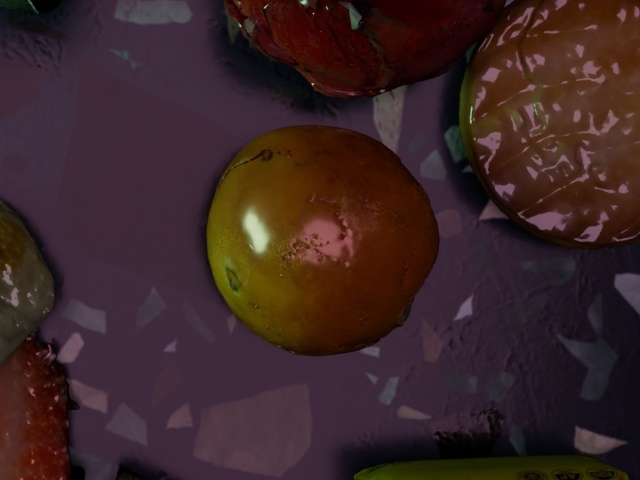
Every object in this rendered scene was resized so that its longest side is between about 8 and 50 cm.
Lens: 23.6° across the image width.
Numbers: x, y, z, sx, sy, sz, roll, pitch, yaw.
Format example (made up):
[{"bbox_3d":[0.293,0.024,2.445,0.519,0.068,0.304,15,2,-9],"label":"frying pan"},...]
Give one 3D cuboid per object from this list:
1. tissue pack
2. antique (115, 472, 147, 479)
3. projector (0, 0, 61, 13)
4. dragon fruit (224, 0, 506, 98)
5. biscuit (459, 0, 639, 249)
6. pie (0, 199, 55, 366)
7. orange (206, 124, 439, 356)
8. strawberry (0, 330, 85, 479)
[{"bbox_3d":[0.175,0.300,1.605,0.271,0.192,0.134,-2,92,-7],"label":"tissue pack"},{"bbox_3d":[-0.208,0.403,1.594,0.150,0.125,0.284,28,87,-6],"label":"antique"},{"bbox_3d":[-0.324,-0.441,1.434,0.242,0.405,0.395,11,90,-5],"label":"projector"},{"bbox_3d":[0.043,-0.293,1.537,0.295,0.301,0.296,5,99,35],"label":"dragon fruit"},{"bbox_3d":[0.292,-0.136,1.662,0.296,0.102,0.296,0,87,-7],"label":"biscuit"},{"bbox_3d":[-0.418,0.053,1.547,0.274,0.105,0.257,-25,61,-15],"label":"pie"},{"bbox_3d":[0.000,0.000,1.564,0.240,0.240,0.240,0,90,-7],"label":"orange"},{"bbox_3d":[-0.365,0.242,1.591,0.233,0.138,0.306,37,60,-23],"label":"strawberry"}]
